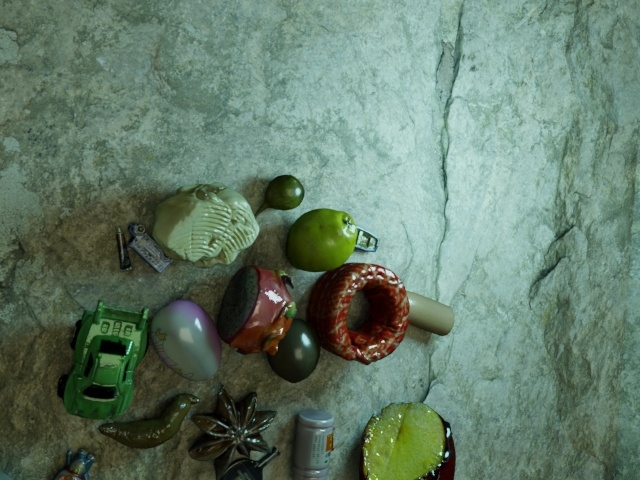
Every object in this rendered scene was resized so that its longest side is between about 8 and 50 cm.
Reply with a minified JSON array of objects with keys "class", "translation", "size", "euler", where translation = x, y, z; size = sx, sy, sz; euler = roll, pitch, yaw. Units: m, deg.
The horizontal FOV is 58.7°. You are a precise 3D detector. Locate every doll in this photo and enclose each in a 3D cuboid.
[{"class":"doll","translation":[-0.730,0.694,1.674],"size":[0.114,0.085,0.152],"euler":[34,67,0]}]

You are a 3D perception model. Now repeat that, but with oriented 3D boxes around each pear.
[{"class":"pear","translation":[0.000,0.000,1.899],"size":[0.212,0.269,0.213],"euler":[34,41,-35]}]

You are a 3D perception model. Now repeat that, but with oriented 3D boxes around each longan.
[{"class":"longan","translation":[-0.090,0.370,1.906],"size":[0.197,0.198,0.213],"euler":[-1,118,-26]}]

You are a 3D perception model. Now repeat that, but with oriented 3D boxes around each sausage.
[{"class":"sausage","translation":[0.382,0.272,2.166],"size":[0.252,0.123,0.123],"euler":[21,84,-25]}]

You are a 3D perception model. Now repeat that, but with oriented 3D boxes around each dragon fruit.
[{"class":"dragon fruit","translation":[-0.186,0.226,1.801],"size":[0.189,0.290,0.291],"euler":[21,84,-26]}]

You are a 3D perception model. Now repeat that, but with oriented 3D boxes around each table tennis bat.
[{"class":"table tennis bat","translation":[-0.239,0.795,1.951],"size":[0.236,0.027,0.150],"euler":[-35,107,-17]}]

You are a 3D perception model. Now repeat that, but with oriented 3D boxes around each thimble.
[{"class":"thimble","translation":[0.135,0.249,1.986],"size":[0.349,0.230,0.351],"euler":[-1,93,-24]}]

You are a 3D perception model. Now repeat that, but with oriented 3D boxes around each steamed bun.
[{"class":"steamed bun","translation":[-0.369,-0.053,1.740],"size":[0.289,0.203,0.276],"euler":[-36,133,-19]}]

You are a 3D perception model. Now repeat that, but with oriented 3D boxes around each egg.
[{"class":"egg","translation":[-0.409,0.310,1.746],"size":[0.196,0.196,0.272],"euler":[-21,114,-23]}]

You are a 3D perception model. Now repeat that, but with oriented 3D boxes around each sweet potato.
[{"class":"sweet potato","translation":[-0.513,0.572,1.764],"size":[0.309,0.098,0.124],"euler":[-18,79,-22]}]

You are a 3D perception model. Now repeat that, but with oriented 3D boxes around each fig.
[{"class":"fig","translation":[-0.158,-0.121,1.904],"size":[0.236,0.124,0.124],"euler":[-41,111,7]}]

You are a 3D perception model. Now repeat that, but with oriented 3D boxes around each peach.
[{"class":"peach","translation":[0.315,0.798,2.059],"size":[0.353,0.338,0.417],"euler":[24,80,-63]}]

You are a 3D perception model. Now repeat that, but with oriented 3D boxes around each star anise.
[{"class":"star anise","translation":[-0.281,0.636,1.876],"size":[0.315,0.108,0.316],"euler":[-3,95,-29]}]

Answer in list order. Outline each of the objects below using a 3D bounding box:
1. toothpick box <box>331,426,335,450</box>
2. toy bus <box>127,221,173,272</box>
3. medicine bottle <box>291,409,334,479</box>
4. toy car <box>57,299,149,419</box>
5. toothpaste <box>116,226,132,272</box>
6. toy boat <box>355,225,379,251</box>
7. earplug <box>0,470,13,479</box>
[{"class":"toothpick box","translation":[0.028,0.715,2.062],"size":[0.047,0.047,0.084],"euler":[2,91,-26]},{"class":"toy bus","translation":[-0.528,0.019,1.731],"size":[0.076,0.073,0.167],"euler":[-48,113,-16]},{"class":"medicine bottle","translation":[-0.028,0.731,1.988],"size":[0.133,0.133,0.250],"euler":[8,89,-26]},{"class":"toy car","translation":[-0.620,0.346,1.653],"size":[0.213,0.176,0.359],"euler":[16,87,-25]},{"class":"toothpaste","translation":[-0.599,0.027,1.729],"size":[0.037,0.021,0.140],"euler":[-14,101,-35]},{"class":"toy boat","translation":[0.111,-0.018,2.056],"size":[0.228,0.046,0.080],"euler":[19,86,-25]},{"class":"earplug","translation":[-0.897,0.773,1.480],"size":[0.312,0.312,0.394],"euler":[-44,107,-17]}]
